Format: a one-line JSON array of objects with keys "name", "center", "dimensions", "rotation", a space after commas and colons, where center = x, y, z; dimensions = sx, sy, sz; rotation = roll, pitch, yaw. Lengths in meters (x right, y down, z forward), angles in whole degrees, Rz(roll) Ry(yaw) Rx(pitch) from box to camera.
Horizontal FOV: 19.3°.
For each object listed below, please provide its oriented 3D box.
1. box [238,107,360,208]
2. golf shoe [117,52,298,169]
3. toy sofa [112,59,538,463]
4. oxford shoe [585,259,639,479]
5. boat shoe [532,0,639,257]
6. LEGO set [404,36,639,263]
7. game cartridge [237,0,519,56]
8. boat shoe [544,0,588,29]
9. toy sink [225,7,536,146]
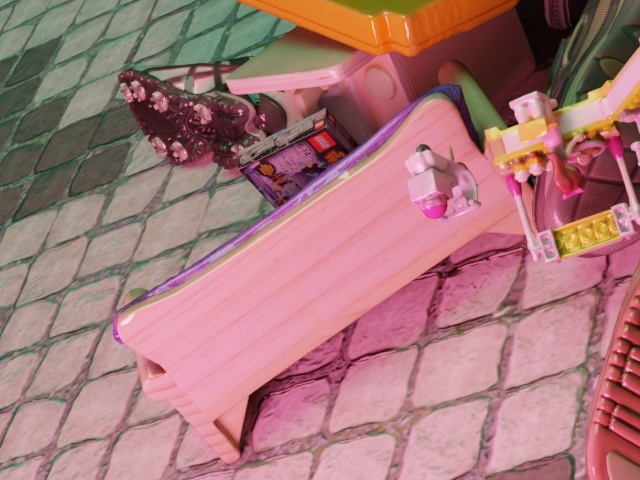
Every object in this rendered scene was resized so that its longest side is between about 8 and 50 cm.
[{"name": "box", "center": [0.004, -0.048, 1.662], "dimensions": [0.094, 0.137, 0.027], "rotation": [-26, 40, 23]}, {"name": "golf shoe", "center": [-0.110, -0.144, 1.989], "dimensions": [0.120, 0.105, 0.273], "rotation": [-35, 31, -27]}, {"name": "toy sofa", "center": [0.000, 0.000, 1.563], "dimensions": [0.362, 0.177, 0.150], "rotation": [-36, 30, 8]}, {"name": "oxford shoe", "center": [0.281, 0.031, 1.293], "dimensions": [0.397, 0.140, 0.146], "rotation": [-57, 4, -22]}, {"name": "boat shoe", "center": [0.256, -0.125, 1.532], "dimensions": [0.355, 0.132, 0.130], "rotation": [-61, 11, -27]}, {"name": "LEGO set", "center": [0.204, -0.065, 1.330], "dimensions": [0.287, 0.132, 0.107], "rotation": [-28, 69, 38]}, {"name": "game cartridge", "center": [0.106, -0.267, 1.683], "dimensions": [0.323, 0.053, 0.285], "rotation": [-30, 34, -24]}, {"name": "boat shoe", "center": [0.265, -0.279, 1.761], "dimensions": [0.076, 0.080, 0.228], "rotation": [1, 40, 20]}, {"name": "toy sink", "center": [0.058, -0.146, 1.705], "dimensions": [0.152, 0.131, 0.234], "rotation": [-2, 29, 47]}]
